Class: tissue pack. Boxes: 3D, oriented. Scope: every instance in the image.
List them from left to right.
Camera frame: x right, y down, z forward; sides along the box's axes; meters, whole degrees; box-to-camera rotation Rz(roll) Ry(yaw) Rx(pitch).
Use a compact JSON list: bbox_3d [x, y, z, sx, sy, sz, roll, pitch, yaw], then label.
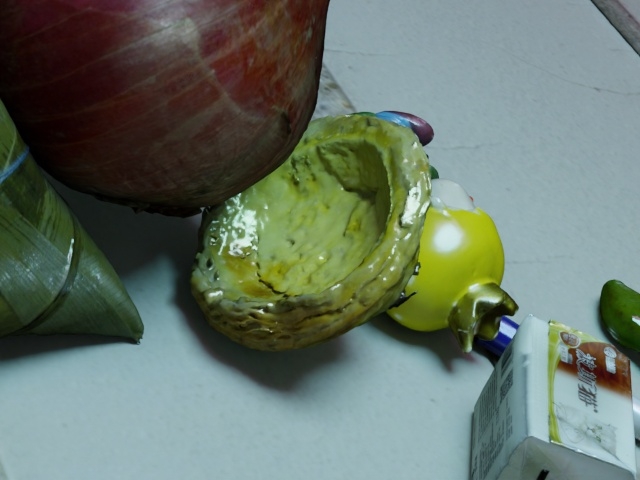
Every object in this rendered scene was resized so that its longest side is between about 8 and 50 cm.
[{"bbox_3d":[0.172,0.148,1.420,0.099,0.106,0.149,21,33,-7],"label":"tissue pack"}]

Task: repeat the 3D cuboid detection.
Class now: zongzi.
[{"bbox_3d":[-0.248,0.053,1.285,0.125,0.274,0.251,0,45,41],"label":"zongzi"}]

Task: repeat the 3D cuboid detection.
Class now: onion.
[{"bbox_3d":[-0.135,-0.182,1.415,0.353,0.354,0.354,18,33,-12],"label":"onion"}]

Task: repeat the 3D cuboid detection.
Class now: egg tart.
[{"bbox_3d":[0.000,0.001,1.462,0.090,0.212,0.212,52,8,-46],"label":"egg tart"}]

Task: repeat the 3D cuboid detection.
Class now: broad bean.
[{"bbox_3d":[0.310,0.116,1.618,0.256,0.052,0.053,48,-3,36],"label":"broad bean"}]

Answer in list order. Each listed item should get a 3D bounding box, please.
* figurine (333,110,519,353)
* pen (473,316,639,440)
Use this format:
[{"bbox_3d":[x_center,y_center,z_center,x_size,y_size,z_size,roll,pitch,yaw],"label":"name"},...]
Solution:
[{"bbox_3d":[0.086,-0.013,1.590,0.234,0.127,0.185,30,25,27],"label":"figurine"},{"bbox_3d":[0.246,0.138,1.553,0.269,0.033,0.033,31,33,9],"label":"pen"}]
